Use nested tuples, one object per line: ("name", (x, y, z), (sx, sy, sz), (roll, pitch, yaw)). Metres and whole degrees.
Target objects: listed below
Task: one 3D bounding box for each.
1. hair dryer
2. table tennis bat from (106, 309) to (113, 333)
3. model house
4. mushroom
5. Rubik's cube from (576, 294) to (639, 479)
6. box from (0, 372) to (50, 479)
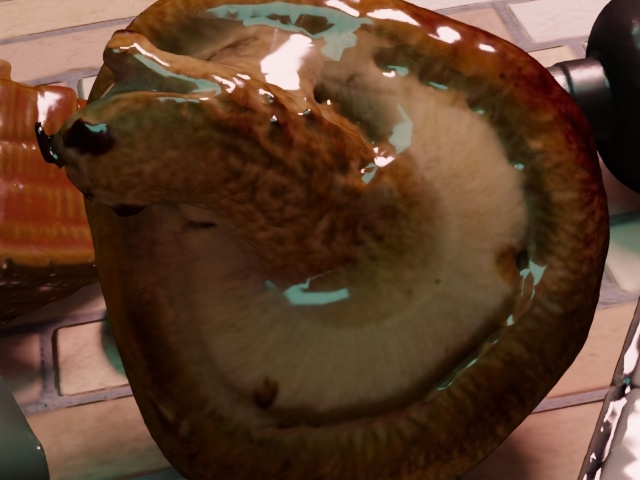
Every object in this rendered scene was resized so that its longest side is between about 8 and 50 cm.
("hair dryer", (0.108, -0.129, 1.458), (0.320, 0.156, 0.284), (-5, 29, 0))
("table tennis bat", (-0.076, 0.061, 1.315), (0.160, 0.039, 0.257), (-7, 30, 4))
("model house", (-0.236, -0.019, 1.363), (0.229, 0.219, 0.199), (32, 7, 39))
("mushroom", (0.000, 0.000, 1.120), (0.345, 0.345, 0.259), (-7, -6, 0))
("Rubik's cube", (0.242, 0.178, 0.881), (0.231, 0.224, 0.221), (6, 35, 19))
("box", (-0.251, 0.143, 1.116), (0.135, 0.163, 0.243), (-11, 30, -23))
